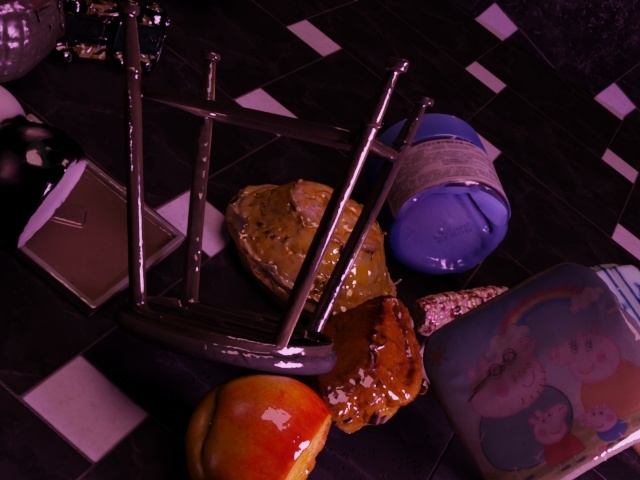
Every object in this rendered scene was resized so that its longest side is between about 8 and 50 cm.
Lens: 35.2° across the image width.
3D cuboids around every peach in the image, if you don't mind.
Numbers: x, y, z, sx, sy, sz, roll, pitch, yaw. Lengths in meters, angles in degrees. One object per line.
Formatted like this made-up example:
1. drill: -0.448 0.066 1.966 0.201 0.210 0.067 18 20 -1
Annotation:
1. peach: -0.069 0.258 1.258 0.192 0.190 0.190 24 32 -25

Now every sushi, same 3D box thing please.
1. sushi: 0.052 0.189 1.516 0.167 0.179 0.296 44 30 -21

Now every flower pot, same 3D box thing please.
1. flower pot: -0.547 -0.406 1.624 0.302 0.213 0.302 14 43 -13

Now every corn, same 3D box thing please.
1. corn: 0.270 0.134 1.866 0.280 0.092 0.092 -2 47 -41

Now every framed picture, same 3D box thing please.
1. framed picture: -0.387 -0.048 1.493 0.324 0.020 0.240 37 38 5

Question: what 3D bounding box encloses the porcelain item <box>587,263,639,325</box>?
1. porcelain item: 0.531 0.204 1.818 0.157 0.286 0.281 -15 47 -12

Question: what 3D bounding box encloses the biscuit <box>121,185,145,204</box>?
1. biscuit: -0.316 -0.055 1.597 0.084 0.023 0.084 26 32 -17

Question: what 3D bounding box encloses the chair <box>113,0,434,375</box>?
1. chair: -0.082 -0.050 1.356 0.365 0.410 0.362 13 3 11

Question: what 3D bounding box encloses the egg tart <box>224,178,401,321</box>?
1. egg tart: -0.001 -0.001 1.731 0.341 0.132 0.341 24 31 -16

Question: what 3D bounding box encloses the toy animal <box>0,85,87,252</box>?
1. toy animal: -0.451 -0.117 1.369 0.235 0.165 0.187 32 42 -1

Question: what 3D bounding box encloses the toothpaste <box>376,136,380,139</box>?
1. toothpaste: 0.149 -0.214 2.269 0.071 0.045 0.193 37 36 18

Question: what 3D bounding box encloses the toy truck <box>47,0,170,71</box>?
1. toy truck: -0.415 -0.402 1.892 0.127 0.127 0.257 37 27 32

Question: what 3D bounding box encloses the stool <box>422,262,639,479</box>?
1. stool: 0.352 0.241 1.538 0.310 0.310 0.226 64 2 36

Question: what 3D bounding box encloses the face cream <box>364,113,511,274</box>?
1. face cream: 0.224 -0.086 1.959 0.249 0.249 0.225 20 35 -25
